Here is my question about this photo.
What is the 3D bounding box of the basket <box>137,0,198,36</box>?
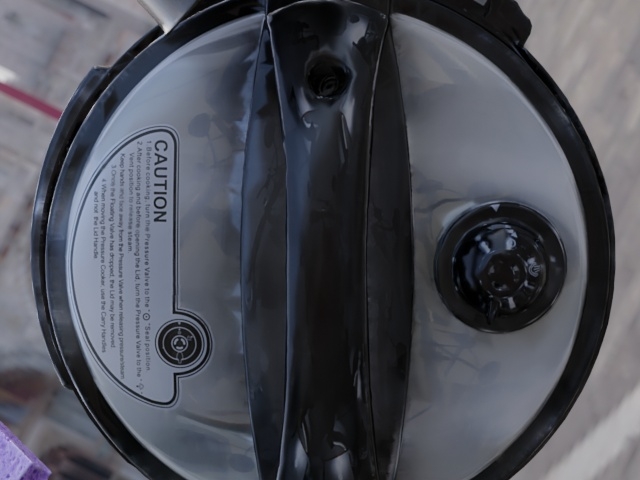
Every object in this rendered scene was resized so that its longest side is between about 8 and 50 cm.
[{"bbox_3d":[-0.107,-0.246,0.958,0.154,0.227,0.204,-43,8,32],"label":"basket"}]

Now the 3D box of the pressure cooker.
[{"bbox_3d":[0.006,-0.002,1.209,0.375,0.370,0.420,-42,4,4],"label":"pressure cooker"}]

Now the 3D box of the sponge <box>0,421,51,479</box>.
[{"bbox_3d":[-0.341,0.264,1.663,0.210,0.031,0.117,-52,40,-3],"label":"sponge"}]
